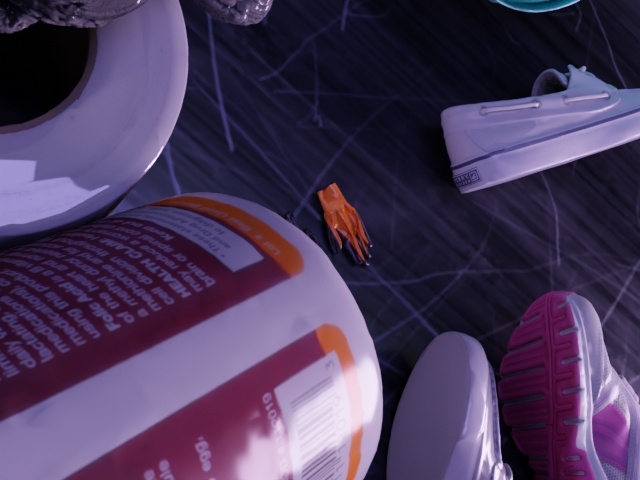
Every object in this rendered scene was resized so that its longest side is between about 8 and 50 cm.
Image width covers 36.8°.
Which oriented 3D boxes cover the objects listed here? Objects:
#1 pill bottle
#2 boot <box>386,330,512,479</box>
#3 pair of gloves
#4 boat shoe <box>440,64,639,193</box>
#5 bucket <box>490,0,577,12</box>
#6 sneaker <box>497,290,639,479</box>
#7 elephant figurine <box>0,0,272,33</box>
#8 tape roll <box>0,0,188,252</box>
[{"bbox_3d":[-0.161,0.125,0.456,0.392,0.224,0.224,-24,87,-51],"label":"pill bottle"},{"bbox_3d":[0.121,0.207,0.736,0.123,0.095,0.258,16,79,-27],"label":"boot"},{"bbox_3d":[0.000,0.000,0.770,0.083,0.010,0.074,-29,91,-25],"label":"pair of gloves"},{"bbox_3d":[0.223,-0.115,0.855,0.258,0.095,0.084,-18,89,-28],"label":"boat shoe"},{"bbox_3d":[0.206,-0.349,0.839,0.281,0.183,0.281,6,76,-23],"label":"bucket"},{"bbox_3d":[0.226,0.164,0.787,0.111,0.103,0.252,-8,88,-27],"label":"sneaker"},{"bbox_3d":[-0.150,-0.174,0.488,0.186,0.169,0.239,-31,108,0],"label":"elephant figurine"},{"bbox_3d":[-0.222,-0.100,0.606,0.246,0.169,0.246,7,73,-24],"label":"tape roll"}]
